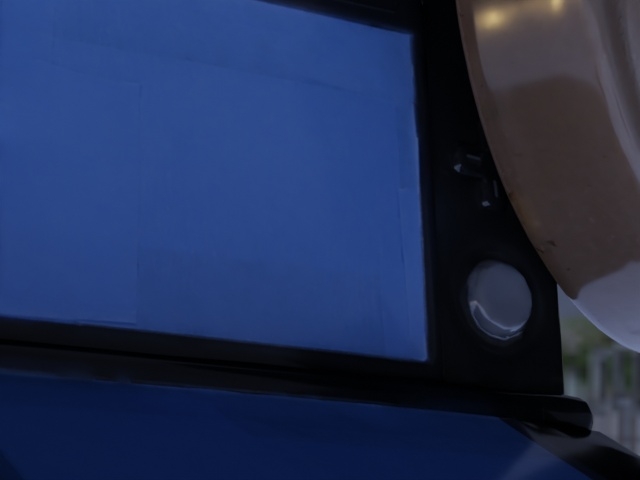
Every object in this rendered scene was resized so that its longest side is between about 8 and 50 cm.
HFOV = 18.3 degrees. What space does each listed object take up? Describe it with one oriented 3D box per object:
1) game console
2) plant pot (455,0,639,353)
[{"bbox_3d":[0.000,0.000,0.599,0.293,0.250,0.173,8,162,-33],"label":"game console"},{"bbox_3d":[0.209,-0.095,0.724,0.229,0.263,0.263,-9,170,35],"label":"plant pot"}]
